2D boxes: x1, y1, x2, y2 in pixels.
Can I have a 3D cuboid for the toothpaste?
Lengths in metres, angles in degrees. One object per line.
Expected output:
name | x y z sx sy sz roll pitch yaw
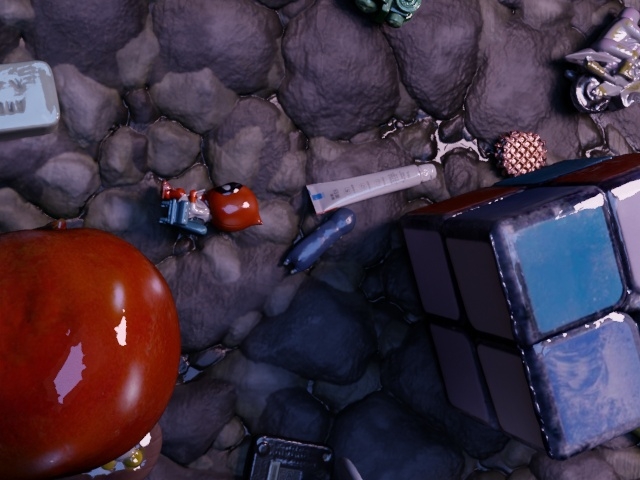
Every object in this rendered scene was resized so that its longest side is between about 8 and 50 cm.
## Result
toothpaste | 0.075 -0.079 1.447 0.190 0.031 0.048 -14 69 -16

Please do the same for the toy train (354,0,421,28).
toy train | 0.109 -0.395 1.455 0.105 0.071 0.178 20 80 -7

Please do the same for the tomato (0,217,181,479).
tomato | -0.323 0.128 1.155 0.325 0.293 0.289 -10 76 -5

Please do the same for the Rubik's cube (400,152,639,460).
Rubik's cube | 0.328 0.071 1.358 0.318 0.313 0.316 -18 98 -16

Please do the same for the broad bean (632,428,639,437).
broad bean | 0.531 0.204 1.550 0.153 0.072 0.206 30 79 -7

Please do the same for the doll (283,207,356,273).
doll | 0.000 0.000 1.422 0.125 0.027 0.037 -40 98 -12

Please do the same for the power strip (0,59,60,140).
power strip | -0.521 -0.155 1.249 0.385 0.062 0.091 -10 87 -18

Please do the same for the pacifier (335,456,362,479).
pacifier | 0.116 0.406 1.323 0.226 0.238 0.287 -20 89 -14

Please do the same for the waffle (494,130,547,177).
waffle | 0.298 -0.128 1.518 0.083 0.029 0.075 1 87 -18

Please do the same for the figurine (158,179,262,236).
figurine | -0.146 -0.042 1.356 0.140 0.068 0.075 3 83 -15

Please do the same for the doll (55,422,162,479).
doll | -0.286 0.239 1.287 0.145 0.096 0.188 -27 85 -24

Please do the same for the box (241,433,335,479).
box | -0.044 0.333 1.388 0.125 0.027 0.126 12 84 -17

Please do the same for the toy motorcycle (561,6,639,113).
toy motorcycle | 0.469 -0.281 1.558 0.225 0.073 0.152 -14 90 -19
